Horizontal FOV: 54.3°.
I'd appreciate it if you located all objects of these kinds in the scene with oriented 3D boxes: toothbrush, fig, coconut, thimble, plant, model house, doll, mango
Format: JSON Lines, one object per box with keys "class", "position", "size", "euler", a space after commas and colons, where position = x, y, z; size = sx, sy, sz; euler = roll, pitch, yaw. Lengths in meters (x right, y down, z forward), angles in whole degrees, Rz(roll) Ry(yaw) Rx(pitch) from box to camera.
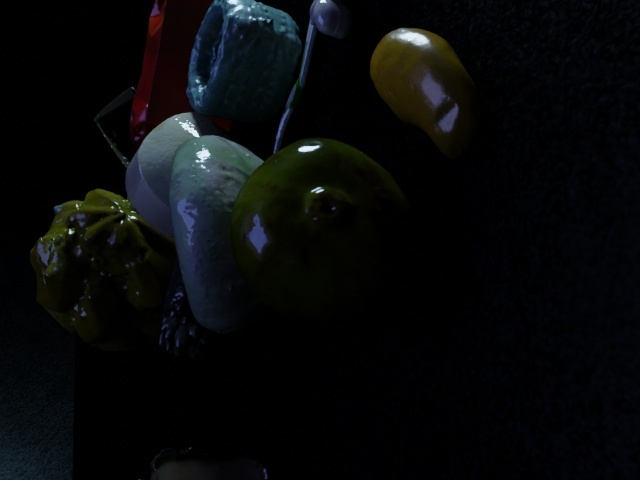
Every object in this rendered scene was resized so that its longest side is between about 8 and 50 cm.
{"class": "toothbrush", "position": [-0.041, -0.241, 1.008], "size": [0.030, 0.030, 0.304], "euler": [32, 110, 60]}
{"class": "fig", "position": [0.000, 0.000, 0.696], "size": [0.225, 0.203, 0.203], "euler": [122, 150, -75]}
{"class": "coconut", "position": [-0.228, -0.114, 1.131], "size": [0.241, 0.241, 0.241], "euler": [-26, 60, 58]}
{"class": "thimble", "position": [-0.135, -0.311, 1.085], "size": [0.235, 0.143, 0.198], "euler": [-33, 55, 56]}
{"class": "plant", "position": [-0.216, 0.119, 1.136], "size": [0.129, 0.132, 0.194], "euler": [149, 129, -60]}
{"class": "model house", "position": [-0.184, 0.415, 0.930], "size": [0.172, 0.183, 0.166], "euler": [-48, 42, 46]}
{"class": "model house", "position": [-0.418, -0.269, 1.603], "size": [0.204, 0.211, 0.243], "euler": [-38, -1, -2]}
{"class": "doll", "position": [0.030, -0.367, 0.879], "size": [0.161, 0.059, 0.160], "euler": [3, 84, 62]}
{"class": "mango", "position": [0.109, -0.164, 0.655], "size": [0.190, 0.075, 0.098], "euler": [-118, 28, -43]}

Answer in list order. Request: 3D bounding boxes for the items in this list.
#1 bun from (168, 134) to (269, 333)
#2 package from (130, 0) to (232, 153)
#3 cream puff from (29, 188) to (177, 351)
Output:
{"class": "bun", "position": [-0.109, -0.019, 0.916], "size": [0.293, 0.187, 0.293], "euler": [170, 90, -84]}
{"class": "package", "position": [-0.269, -0.369, 1.299], "size": [0.123, 0.196, 0.423], "euler": [25, 104, 57]}
{"class": "cream puff", "position": [-0.425, 0.044, 1.310], "size": [0.275, 0.378, 0.378], "euler": [125, 148, -78]}
